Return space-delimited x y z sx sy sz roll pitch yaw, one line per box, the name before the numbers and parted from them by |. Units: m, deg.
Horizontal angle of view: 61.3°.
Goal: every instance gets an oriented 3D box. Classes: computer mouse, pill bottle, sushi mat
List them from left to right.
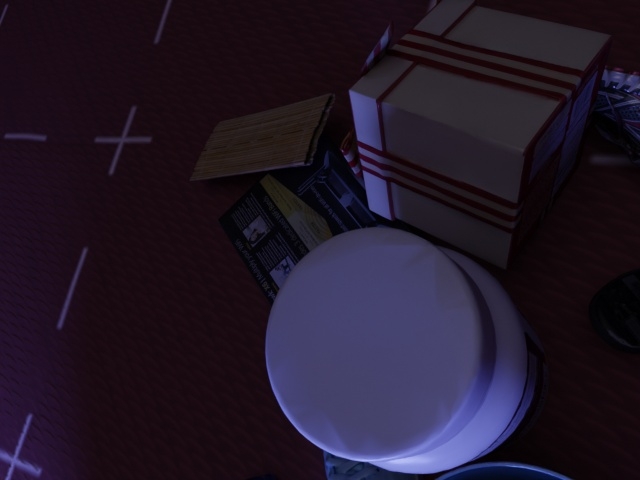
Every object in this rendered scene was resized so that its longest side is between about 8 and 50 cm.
sushi mat | -0.114 -0.179 0.976 0.316 0.019 0.152 -1 60 43
pill bottle | 0.119 0.132 0.598 0.223 0.392 0.224 -9 70 25
computer mouse | 0.468 0.083 0.632 0.262 0.060 0.184 -33 57 1

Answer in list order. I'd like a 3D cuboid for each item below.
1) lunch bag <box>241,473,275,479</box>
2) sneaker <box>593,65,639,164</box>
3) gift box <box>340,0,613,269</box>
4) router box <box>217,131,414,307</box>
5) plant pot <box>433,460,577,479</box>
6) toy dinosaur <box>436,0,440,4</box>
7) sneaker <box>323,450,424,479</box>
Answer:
lunch bag | -0.088 0.405 0.807 0.067 0.065 0.098 -49 54 29
sneaker | 0.417 -0.155 0.702 0.299 0.120 0.112 30 112 37
gift box | 0.192 -0.167 0.703 0.258 0.276 0.255 27 59 31
router box | 0.000 0.000 0.883 0.243 0.081 0.309 -41 60 9
plant pot | 0.225 0.384 0.576 0.290 0.195 0.291 -8 71 25
toy dinosaur | 0.256 -0.490 0.901 0.218 0.164 0.322 -7 89 40
sneaker | 0.065 0.346 0.698 0.135 0.150 0.366 -27 64 16
